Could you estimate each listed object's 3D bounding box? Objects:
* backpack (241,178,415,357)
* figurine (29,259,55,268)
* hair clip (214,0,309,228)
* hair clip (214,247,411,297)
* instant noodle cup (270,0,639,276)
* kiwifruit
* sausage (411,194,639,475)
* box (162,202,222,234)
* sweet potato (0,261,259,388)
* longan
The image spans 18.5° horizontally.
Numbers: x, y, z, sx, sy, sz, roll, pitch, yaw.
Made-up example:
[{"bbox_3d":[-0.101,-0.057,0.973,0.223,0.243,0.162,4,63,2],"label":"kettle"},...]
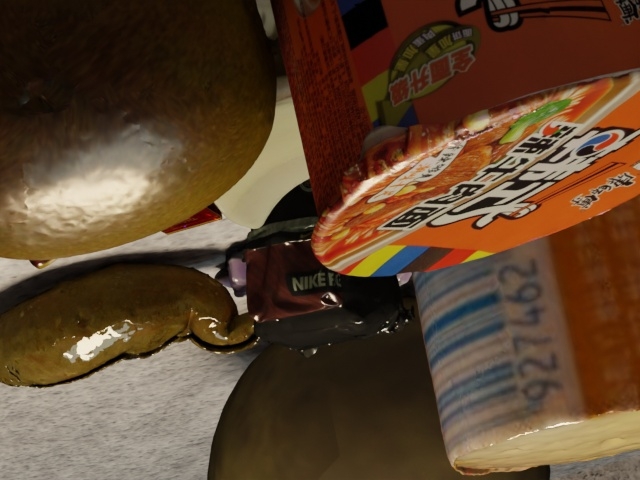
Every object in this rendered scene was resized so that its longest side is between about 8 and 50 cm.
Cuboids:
[{"bbox_3d":[-0.003,-0.001,1.488,0.120,0.165,0.106,-17,168,35],"label":"backpack"},{"bbox_3d":[-0.188,-0.046,1.412,0.098,0.082,0.154,-30,164,-7],"label":"figurine"},{"bbox_3d":[-0.066,-0.093,1.284,0.173,0.113,0.282,-21,165,30],"label":"hair clip"},{"bbox_3d":[0.005,0.010,1.707,0.106,0.084,0.292,26,148,-35],"label":"hair clip"},{"bbox_3d":[0.082,-0.116,1.093,0.250,0.192,0.250,-18,163,-6],"label":"instant noodle cup"},{"bbox_3d":[-0.143,-0.089,1.080,0.234,0.196,0.196,-13,163,12],"label":"kiwifruit"},{"bbox_3d":[0.178,0.017,1.460,0.233,0.287,0.233,-11,162,-4],"label":"sausage"},{"bbox_3d":[-0.117,-0.030,1.570,0.052,0.023,0.082,-15,162,15],"label":"box"},{"bbox_3d":[-0.201,0.076,1.741,0.310,0.098,0.124,-11,166,17],"label":"sweet potato"},{"bbox_3d":[0.068,0.227,2.008,0.404,0.336,0.404,-45,162,-18],"label":"longan"}]
